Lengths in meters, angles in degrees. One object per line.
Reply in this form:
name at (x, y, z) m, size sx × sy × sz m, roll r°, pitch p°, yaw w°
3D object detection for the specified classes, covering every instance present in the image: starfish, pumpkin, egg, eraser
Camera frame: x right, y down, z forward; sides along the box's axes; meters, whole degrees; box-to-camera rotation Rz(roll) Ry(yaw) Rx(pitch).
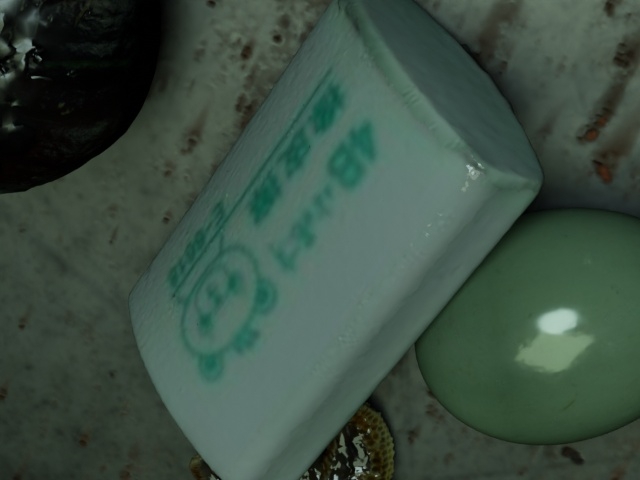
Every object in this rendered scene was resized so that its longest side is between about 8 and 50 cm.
starfish at (0.012, 0.213, 1.103) m, size 0.238 × 0.071 × 0.216 m, roll 28°, pitch 122°, yaw 11°
pumpkin at (-0.209, -0.144, 0.936) m, size 0.233 × 0.163 × 0.233 m, roll 8°, pitch 111°, yaw 21°
egg at (0.154, 0.054, 0.948) m, size 0.192 × 0.149 × 0.149 m, roll -20°, pitch 107°, yaw 18°
eraser at (0.000, 0.000, 0.954) m, size 0.290 × 0.104 × 0.189 m, roll -53°, pitch 54°, yaw 26°
